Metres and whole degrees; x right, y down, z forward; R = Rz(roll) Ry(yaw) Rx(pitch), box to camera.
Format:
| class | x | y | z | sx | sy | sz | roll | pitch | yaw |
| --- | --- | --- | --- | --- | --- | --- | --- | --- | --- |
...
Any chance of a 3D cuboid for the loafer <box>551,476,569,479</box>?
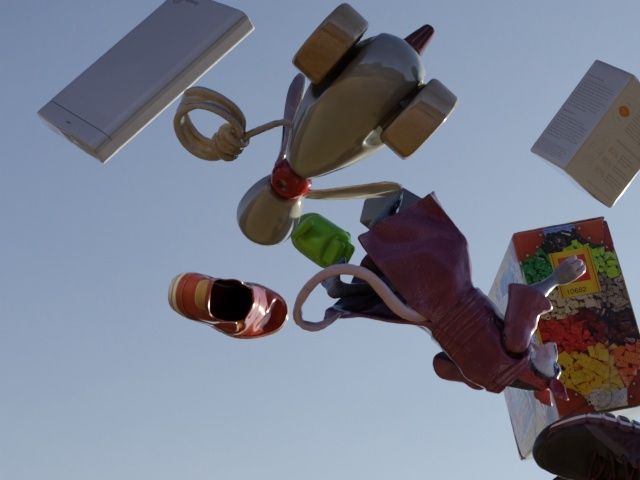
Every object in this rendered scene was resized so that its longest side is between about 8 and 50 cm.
| class | x | y | z | sx | sy | sz | roll | pitch | yaw |
| --- | --- | --- | --- | --- | --- | --- | --- | --- | --- |
| loafer | 0.540 | 0.465 | 2.244 | 0.170 | 0.061 | 0.062 | -44 | -25 | 27 |

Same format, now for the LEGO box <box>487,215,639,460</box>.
| class | x | y | z | sx | sy | sz | roll | pitch | yaw |
| --- | --- | --- | --- | --- | --- | --- | --- | --- | --- |
| LEGO box | 0.495 | 0.221 | 2.318 | 0.193 | 0.373 | 0.500 | -10 | -20 | -3 |

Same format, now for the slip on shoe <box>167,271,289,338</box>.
| class | x | y | z | sx | sy | sz | roll | pitch | yaw |
| --- | --- | --- | --- | --- | --- | --- | --- | --- | --- |
| slip on shoe | -0.164 | 0.133 | 2.261 | 0.101 | 0.123 | 0.331 | 3 | -11 | 36 |

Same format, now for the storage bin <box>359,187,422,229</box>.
| class | x | y | z | sx | sy | sz | roll | pitch | yaw |
| --- | --- | --- | --- | --- | --- | --- | --- | --- | --- |
| storage bin | 0.142 | -0.042 | 2.120 | 0.091 | 0.098 | 0.135 | 32 | -31 | -31 |

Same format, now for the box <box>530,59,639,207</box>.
| class | x | y | z | sx | sy | sz | roll | pitch | yaw |
| --- | --- | --- | --- | --- | --- | --- | --- | --- | --- |
| box | 0.426 | -0.160 | 1.690 | 0.130 | 0.170 | 0.091 | 33 | 6 | -35 |

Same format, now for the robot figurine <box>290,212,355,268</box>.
| class | x | y | z | sx | sy | sz | roll | pitch | yaw |
| --- | --- | --- | --- | --- | --- | --- | --- | --- | --- |
| robot figurine | 0.000 | 0.000 | 1.702 | 0.101 | 0.067 | 0.115 | 13 | 16 | -45 |

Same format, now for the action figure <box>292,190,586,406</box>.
| class | x | y | z | sx | sy | sz | roll | pitch | yaw |
| --- | --- | --- | --- | --- | --- | --- | --- | --- | --- |
| action figure | 0.196 | 0.101 | 1.555 | 0.370 | 0.275 | 0.248 | 42 | -56 | 11 |

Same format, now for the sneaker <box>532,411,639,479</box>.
| class | x | y | z | sx | sy | sz | roll | pitch | yaw |
| --- | --- | --- | --- | --- | --- | --- | --- | --- | --- |
| sneaker | 0.448 | 0.329 | 1.574 | 0.281 | 0.162 | 0.106 | 3 | -65 | -2 |

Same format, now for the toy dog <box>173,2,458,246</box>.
| class | x | y | z | sx | sy | sz | roll | pitch | yaw |
| --- | --- | --- | --- | --- | --- | --- | --- | --- | --- |
| toy dog | 0.021 | -0.130 | 1.197 | 0.333 | 0.161 | 0.220 | -17 | -70 | 45 |

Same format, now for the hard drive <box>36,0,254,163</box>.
| class | x | y | z | sx | sy | sz | roll | pitch | yaw |
| --- | --- | --- | --- | --- | --- | --- | --- | --- | --- |
| hard drive | -0.309 | -0.296 | 1.963 | 0.233 | 0.353 | 0.047 | 30 | -21 | 47 |
